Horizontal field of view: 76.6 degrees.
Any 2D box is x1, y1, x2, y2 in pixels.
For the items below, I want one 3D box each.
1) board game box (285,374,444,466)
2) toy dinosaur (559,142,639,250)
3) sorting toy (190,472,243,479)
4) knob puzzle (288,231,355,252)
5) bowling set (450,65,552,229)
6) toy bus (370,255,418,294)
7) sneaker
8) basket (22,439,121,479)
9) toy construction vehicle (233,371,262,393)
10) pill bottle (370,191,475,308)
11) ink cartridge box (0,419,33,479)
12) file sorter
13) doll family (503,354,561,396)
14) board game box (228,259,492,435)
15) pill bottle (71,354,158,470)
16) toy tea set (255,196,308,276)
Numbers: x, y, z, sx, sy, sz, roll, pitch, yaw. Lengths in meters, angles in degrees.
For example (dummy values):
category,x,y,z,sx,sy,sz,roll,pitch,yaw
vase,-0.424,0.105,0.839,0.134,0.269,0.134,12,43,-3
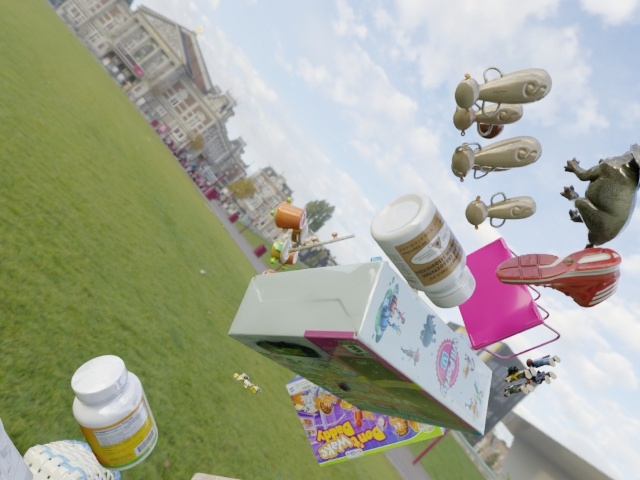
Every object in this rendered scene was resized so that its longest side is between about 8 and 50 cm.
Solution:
category,x,y,z,sx,sy,sz,roll,pitch,yaw
board game box,0.111,0.420,1.055,0.233,0.347,0.078,65,20,6
toy dinosaur,0.565,-0.079,0.809,0.121,0.313,0.160,12,25,-9
sorting toy,-0.231,0.697,0.936,0.257,0.256,0.089,-56,146,-66
knob puzzle,0.000,0.000,1.128,0.213,0.213,0.030,166,-89,-83
bowling set,0.304,-0.179,0.774,0.200,0.154,0.286,-96,179,-67
toy bus,0.200,0.151,1.048,0.191,0.104,0.202,94,-16,-50
sneaker,0.488,0.094,0.835,0.221,0.087,0.128,-7,-58,31
basket,-0.650,0.647,1.061,0.255,0.201,0.289,18,-22,20
toy construction vehicle,-0.263,0.512,1.446,0.086,0.035,0.098,37,-12,29
pill bottle,0.212,0.027,0.808,0.229,0.131,0.131,49,-5,-26
ink cartridge box,-0.493,0.365,0.545,0.296,0.066,0.261,-138,-140,-57
file sorter,0.551,0.184,1.234,0.182,0.202,0.290,30,38,-35
doll family,0.586,0.377,1.141,0.111,0.193,0.076,110,-36,-64
board game box,0.064,0.155,0.556,0.224,0.097,0.303,-10,-40,43
pill bottle,-0.457,0.379,0.899,0.136,0.136,0.245,42,-39,49
toy tea set,-0.148,0.015,1.418,0.124,0.336,0.200,14,-39,11
